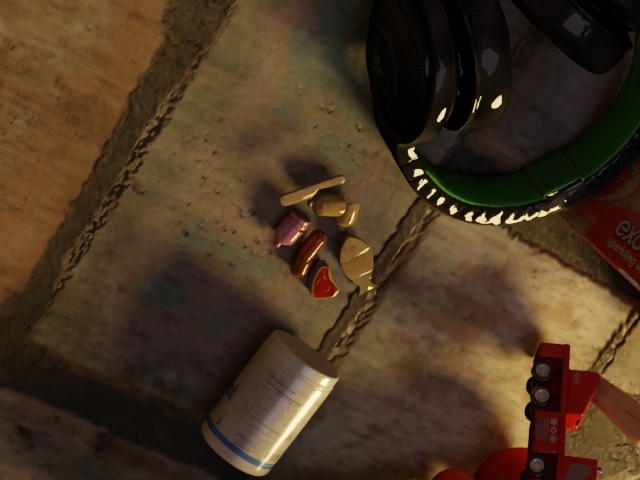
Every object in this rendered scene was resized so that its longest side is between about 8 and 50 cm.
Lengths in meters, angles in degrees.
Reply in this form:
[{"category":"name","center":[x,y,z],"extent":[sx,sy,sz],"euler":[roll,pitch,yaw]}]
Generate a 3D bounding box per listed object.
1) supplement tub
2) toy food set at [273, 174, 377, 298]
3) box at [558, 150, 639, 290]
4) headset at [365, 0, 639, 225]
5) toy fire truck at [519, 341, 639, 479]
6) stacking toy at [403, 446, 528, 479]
[{"category":"supplement tub","center":[-0.043,0.135,1.453],"extent":[0.071,0.071,0.107],"euler":[32,99,-29]},{"category":"toy food set","center":[0.000,0.000,1.436],"extent":[0.078,0.019,0.122],"euler":[-19,127,-10]},{"category":"box","center":[0.319,0.010,1.418],"extent":[0.128,0.257,0.123],"euler":[-47,123,5]},{"category":"headset","center":[0.135,-0.187,1.354],"extent":[0.243,0.185,0.394],"euler":[-26,135,-3]},{"category":"toy fire truck","center":[0.248,0.143,1.527],"extent":[0.135,0.192,0.047],"euler":[6,155,2]},{"category":"stacking toy","center":[0.065,0.260,1.531],"extent":[0.330,0.141,0.141],"euler":[-17,119,-20]}]
